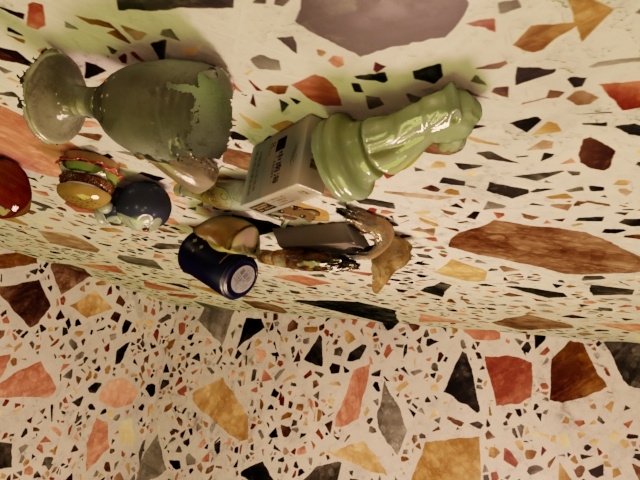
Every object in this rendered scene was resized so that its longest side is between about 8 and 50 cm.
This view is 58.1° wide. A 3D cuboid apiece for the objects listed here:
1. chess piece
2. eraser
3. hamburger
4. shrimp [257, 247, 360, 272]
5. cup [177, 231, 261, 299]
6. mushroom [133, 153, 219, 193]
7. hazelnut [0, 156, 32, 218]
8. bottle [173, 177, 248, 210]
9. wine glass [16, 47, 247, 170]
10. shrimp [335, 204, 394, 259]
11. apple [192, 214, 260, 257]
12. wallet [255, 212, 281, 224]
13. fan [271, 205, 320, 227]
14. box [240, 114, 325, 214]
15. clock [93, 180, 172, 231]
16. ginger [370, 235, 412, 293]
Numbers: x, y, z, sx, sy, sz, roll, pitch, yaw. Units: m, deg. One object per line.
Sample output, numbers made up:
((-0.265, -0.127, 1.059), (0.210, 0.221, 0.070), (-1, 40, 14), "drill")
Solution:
((0.146, -0.183, 1.031), (0.298, 0.175, 0.176), (-16, 153, 30), "chess piece")
((0.000, -0.001, 1.837), (0.353, 0.077, 0.111), (-3, 157, 39), "eraser")
((-0.629, -0.155, 1.554), (0.176, 0.136, 0.175), (6, 166, 2), "hamburger")
((-0.031, 0.073, 1.868), (0.365, 0.071, 0.233), (2, 170, 24), "shrimp")
((-0.326, 0.059, 2.023), (0.256, 0.255, 0.178), (26, 152, 37), "cup")
((-0.328, -0.180, 1.371), (0.096, 0.108, 0.247), (-39, 149, 12), "mushroom")
((-0.948, -0.155, 1.668), (0.181, 0.181, 0.212), (-4, -173, -40), "hazelnut")
((-0.281, -0.129, 1.546), (0.270, 0.083, 0.083), (8, 165, 25), "bottle")
((-0.328, -0.235, 1.023), (0.357, 0.190, 0.190), (11, 165, 11), "wine glass")
((0.107, -0.020, 1.636), (0.219, 0.152, 0.046), (27, -159, -31), "shrimp")
((-0.301, -0.026, 1.841), (0.193, 0.119, 0.265), (22, 179, 17), "apple")
((-0.160, -0.070, 1.778), (0.083, 0.011, 0.044), (21, 167, 0), "wallet")
((-0.093, -0.071, 1.763), (0.153, 0.008, 0.226), (13, 163, -10), "fan")
((-0.073, -0.151, 1.209), (0.067, 0.155, 0.243), (18, 164, -32), "box")
((-0.551, -0.098, 1.688), (0.244, 0.146, 0.200), (1, 178, 37), "clock")
((0.213, 0.073, 1.753), (0.123, 0.193, 0.115), (9, 170, 4), "ginger")
